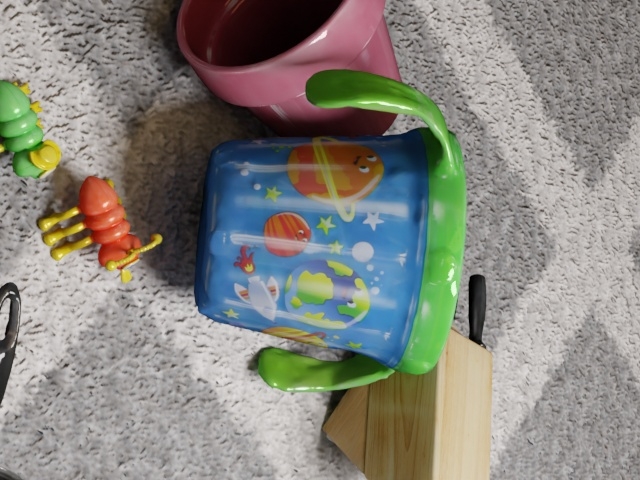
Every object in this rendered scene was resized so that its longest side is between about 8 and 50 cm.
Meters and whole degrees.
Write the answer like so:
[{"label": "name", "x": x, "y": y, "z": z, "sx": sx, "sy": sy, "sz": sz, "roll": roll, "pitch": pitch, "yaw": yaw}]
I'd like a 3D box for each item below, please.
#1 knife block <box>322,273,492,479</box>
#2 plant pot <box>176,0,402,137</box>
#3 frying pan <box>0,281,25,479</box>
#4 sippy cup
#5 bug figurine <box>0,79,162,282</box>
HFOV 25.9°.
[{"label": "knife block", "x": 0.125, "y": 0.143, "z": 1.412, "sx": 0.088, "sy": 0.275, "sz": 0.242, "roll": 30, "pitch": 98, "yaw": -36}, {"label": "plant pot", "x": -0.012, "y": -0.182, "z": 1.349, "sx": 0.180, "sy": 0.201, "sz": 0.201, "roll": 54, "pitch": 54, "yaw": -45}, {"label": "frying pan", "x": -0.311, "y": 0.210, "z": 1.109, "sx": 0.197, "sy": 0.053, "sz": 0.326, "roll": -18, "pitch": 107, "yaw": -39}, {"label": "sippy cup", "x": 0.000, "y": 0.000, "z": 1.294, "sx": 0.224, "sy": 0.240, "sz": 0.305, "roll": 5, "pitch": 91, "yaw": -7}, {"label": "bug figurine", "x": -0.270, "y": -0.010, "z": 1.172, "sx": 0.279, "sy": 0.072, "sz": 0.216, "roll": -39, "pitch": 112, "yaw": -36}]
